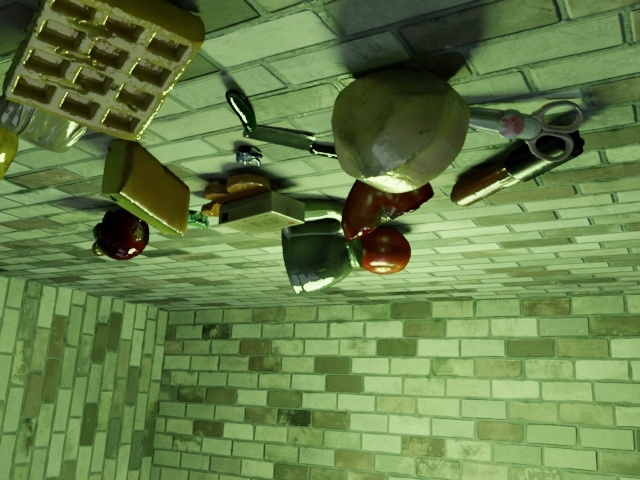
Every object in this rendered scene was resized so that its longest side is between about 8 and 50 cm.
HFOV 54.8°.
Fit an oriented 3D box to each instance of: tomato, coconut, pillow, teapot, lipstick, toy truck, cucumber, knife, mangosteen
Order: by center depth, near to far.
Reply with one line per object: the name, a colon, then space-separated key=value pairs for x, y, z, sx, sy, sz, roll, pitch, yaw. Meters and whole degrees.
pillow: x=-0.429 y=-0.252 z=1.023 sx=0.270 sy=0.067 sz=0.173 roll=-37 pitch=151 yaw=26
coconut: x=0.142 y=-0.186 z=1.073 sx=0.236 sy=0.198 sz=0.237 roll=2 pitch=160 yaw=1
cucumber: x=-0.150 y=-0.251 z=1.198 sx=0.036 sy=0.033 sz=0.184 roll=-23 pitch=164 yaw=1
knife: x=-0.044 y=-0.214 z=1.347 sx=0.245 sy=0.019 sz=0.072 roll=9 pitch=163 yaw=-17
lipstick: x=0.416 y=-0.152 z=1.381 sx=0.077 sy=0.077 sz=0.418 roll=8 pitch=166 yaw=-18
tomato: x=0.139 y=-0.107 z=1.444 sx=0.233 sy=0.140 sz=0.200 roll=-26 pitch=-177 yaw=12
teapot: x=0.002 y=-0.005 z=1.874 sx=0.239 sy=0.322 sz=0.239 roll=-12 pitch=-158 yaw=9
toy truck: x=-0.424 y=-0.054 z=1.908 sx=0.067 sy=0.081 sz=0.175 roll=-7 pitch=162 yaw=40
mangosteen: x=-0.632 y=-0.018 z=1.933 sx=0.180 sy=0.166 sz=0.166 roll=0 pitch=165 yaw=20
tomato: x=0.202 y=0.032 z=2.008 sx=0.195 sy=0.136 sz=0.195 roll=3 pitch=163 yaw=1

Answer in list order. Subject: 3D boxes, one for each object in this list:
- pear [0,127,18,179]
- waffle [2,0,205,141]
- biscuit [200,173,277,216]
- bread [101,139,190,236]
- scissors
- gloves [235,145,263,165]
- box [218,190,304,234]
pear: x=-0.694 y=-0.183 z=1.066 sx=0.314 sy=0.315 sz=0.314 roll=3 pitch=165 yaw=1
waffle: x=-0.324 y=-0.269 z=0.924 sx=0.221 sy=0.055 sz=0.248 roll=15 pitch=134 yaw=-37
biscuit: x=-0.213 y=-0.121 z=1.674 sx=0.205 sy=0.049 sz=0.324 roll=4 pitch=166 yaw=-14
bread: x=-0.425 y=-0.122 z=1.537 sx=0.077 sy=0.138 sz=0.361 roll=2 pitch=165 yaw=11
scissors: x=0.359 y=-0.219 z=1.156 sx=0.242 sy=0.031 sz=0.118 roll=12 pitch=124 yaw=5
gloves: x=-0.166 y=-0.193 z=1.433 sx=0.064 sy=0.026 sz=0.086 roll=2 pitch=165 yaw=-4
box: x=-0.159 y=-0.071 z=1.668 sx=0.201 sy=0.058 sz=0.141 roll=-11 pitch=162 yaw=38
